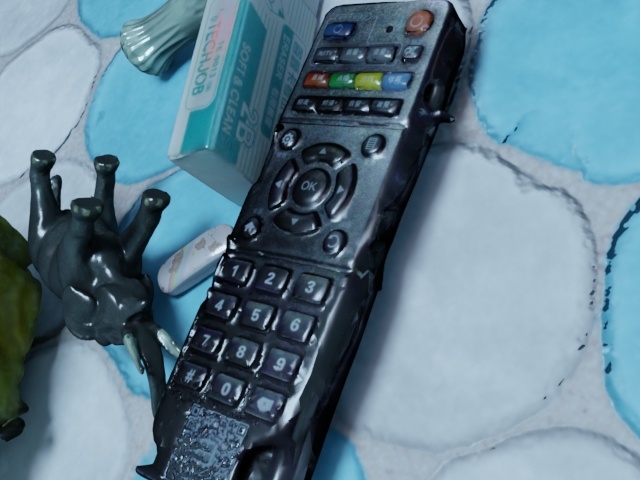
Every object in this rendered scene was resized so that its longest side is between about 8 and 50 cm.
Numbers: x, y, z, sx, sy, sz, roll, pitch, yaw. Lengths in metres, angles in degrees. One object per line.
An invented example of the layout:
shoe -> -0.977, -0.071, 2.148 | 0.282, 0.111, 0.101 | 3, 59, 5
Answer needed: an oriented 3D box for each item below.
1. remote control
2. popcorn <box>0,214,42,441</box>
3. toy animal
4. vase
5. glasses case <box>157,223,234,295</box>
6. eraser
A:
remote control -> 0.000, 0.000, 0.541 | 0.144, 0.062, 0.399 | 11, 72, 36
popcorn -> -0.355, 0.090, 0.636 | 0.215, 0.252, 0.286 | 0, 69, -11
toy animal -> -0.174, 0.020, 0.616 | 0.269, 0.082, 0.137 | 43, 128, 38
vase -> -0.131, -0.224, 0.739 | 0.148, 0.081, 0.081 | -28, 54, 24
glasses case -> -0.104, 0.016, 0.628 | 0.083, 0.021, 0.032 | -33, 51, 16
eraser -> -0.059, -0.148, 0.635 | 0.052, 0.095, 0.225 | -6, 64, 36
